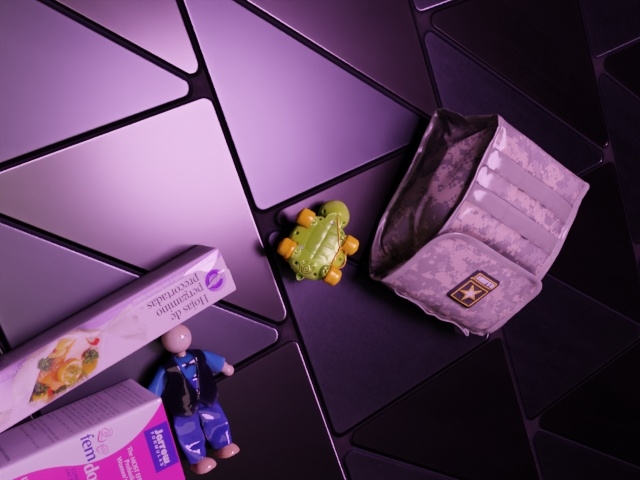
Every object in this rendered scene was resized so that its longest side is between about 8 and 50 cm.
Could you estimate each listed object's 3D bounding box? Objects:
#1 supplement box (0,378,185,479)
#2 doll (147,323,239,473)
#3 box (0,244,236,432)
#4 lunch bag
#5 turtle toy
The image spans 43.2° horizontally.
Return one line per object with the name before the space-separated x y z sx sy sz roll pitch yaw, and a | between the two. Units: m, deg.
supplement box | -0.285 0.259 0.924 0.220 0.114 0.111 -22 104 -30
doll | -0.160 0.194 1.033 0.129 0.046 0.189 -25 104 -36
box | -0.253 0.108 0.957 0.324 0.067 0.063 -32 110 -27
lunch bag | 0.225 -0.014 1.187 0.235 0.169 0.287 28 87 -34
turtle toy | 0.000 0.000 1.103 0.095 0.066 0.130 33 74 -5
